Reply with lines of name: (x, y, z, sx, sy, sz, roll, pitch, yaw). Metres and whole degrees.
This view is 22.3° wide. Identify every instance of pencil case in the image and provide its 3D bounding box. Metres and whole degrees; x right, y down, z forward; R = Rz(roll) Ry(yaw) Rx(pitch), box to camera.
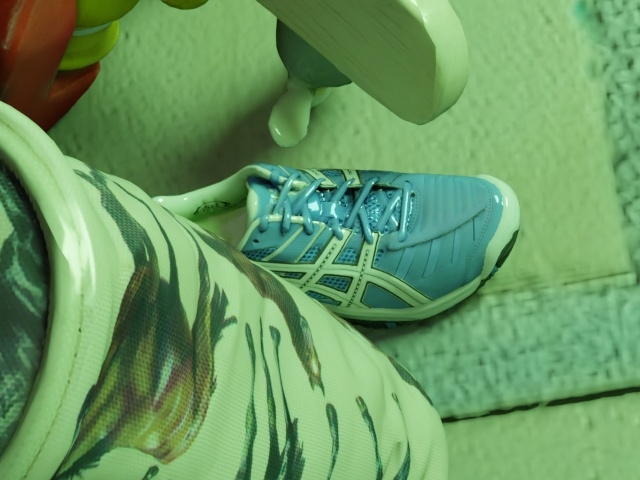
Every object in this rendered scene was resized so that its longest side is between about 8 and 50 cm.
pencil case: (-0.072, 0.083, 0.656, 0.160, 0.410, 0.183, -17, 68, 17)

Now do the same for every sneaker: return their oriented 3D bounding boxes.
sneaker: (0.000, 0.000, 0.855, 0.211, 0.081, 0.080, -10, 62, 16)

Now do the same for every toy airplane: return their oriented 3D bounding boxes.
toy airplane: (-0.112, -0.233, 0.897, 0.384, 0.272, 0.386, -6, 97, 33)
